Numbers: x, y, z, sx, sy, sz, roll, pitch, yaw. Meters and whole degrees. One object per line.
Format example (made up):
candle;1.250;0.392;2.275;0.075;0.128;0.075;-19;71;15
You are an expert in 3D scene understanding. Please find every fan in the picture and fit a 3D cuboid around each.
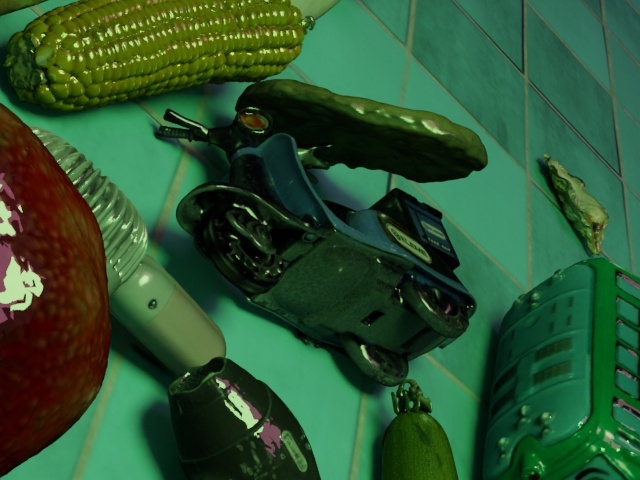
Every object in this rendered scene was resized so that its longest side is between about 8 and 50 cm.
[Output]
fan;-0.150;0.019;0.910;0.074;0.130;0.244;-49;124;-14

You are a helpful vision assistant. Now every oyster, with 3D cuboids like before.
oyster;0.355;-0.063;1.776;0.146;0.045;0.122;44;34;-6

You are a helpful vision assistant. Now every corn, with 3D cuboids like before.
corn;-0.135;-0.173;1.091;0.313;0.102;0.102;-17;75;-49

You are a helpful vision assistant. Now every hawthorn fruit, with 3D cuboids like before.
hawthorn fruit;-0.208;0.032;0.723;0.230;0.210;0.266;60;15;17

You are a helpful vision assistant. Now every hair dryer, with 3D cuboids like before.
hair dryer;-0.079;0.232;0.862;0.271;0.091;0.236;-40;106;-48

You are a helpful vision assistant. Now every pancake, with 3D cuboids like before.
pancake;0.039;-0.101;1.188;0.222;0.236;0.042;32;71;-55

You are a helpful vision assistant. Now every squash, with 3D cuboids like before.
squash;0.079;0.252;1.049;0.080;0.071;0.318;12;44;-2

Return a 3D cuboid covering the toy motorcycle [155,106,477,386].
toy motorcycle;0.000;0.000;1.138;0.358;0.125;0.213;27;31;-44

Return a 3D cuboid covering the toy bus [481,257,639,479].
toy bus;0.274;0.178;1.286;0.199;0.183;0.343;42;32;-16

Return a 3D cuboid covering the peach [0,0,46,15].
peach;-0.270;-0.292;0.928;0.232;0.232;0.257;7;54;-53

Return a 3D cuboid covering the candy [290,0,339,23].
candy;-0.043;-0.405;1.279;0.427;0.186;0.386;-65;148;-16
